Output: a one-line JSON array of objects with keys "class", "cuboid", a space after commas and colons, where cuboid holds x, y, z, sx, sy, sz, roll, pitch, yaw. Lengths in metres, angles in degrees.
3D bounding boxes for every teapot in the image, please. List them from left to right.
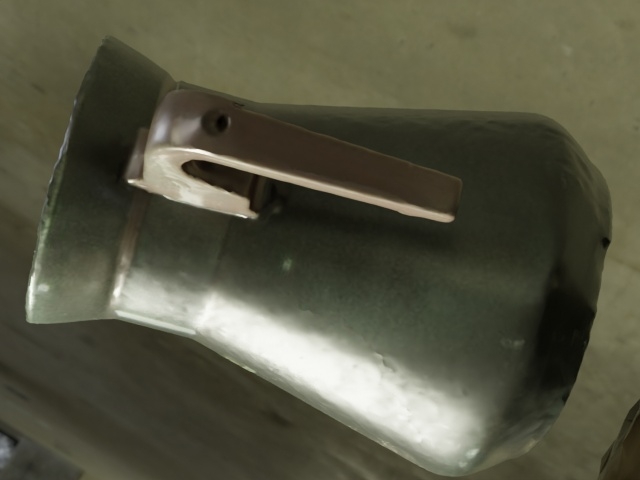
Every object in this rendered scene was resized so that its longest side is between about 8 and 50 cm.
[{"class": "teapot", "cuboid": [0.000, 0.000, 0.818, 0.344, 0.253, 0.300, 14, 162, -6]}]

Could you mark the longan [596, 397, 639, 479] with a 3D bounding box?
[{"class": "longan", "cuboid": [0.339, 0.218, 0.712, 0.391, 0.391, 0.391, 27, 161, 10]}]
